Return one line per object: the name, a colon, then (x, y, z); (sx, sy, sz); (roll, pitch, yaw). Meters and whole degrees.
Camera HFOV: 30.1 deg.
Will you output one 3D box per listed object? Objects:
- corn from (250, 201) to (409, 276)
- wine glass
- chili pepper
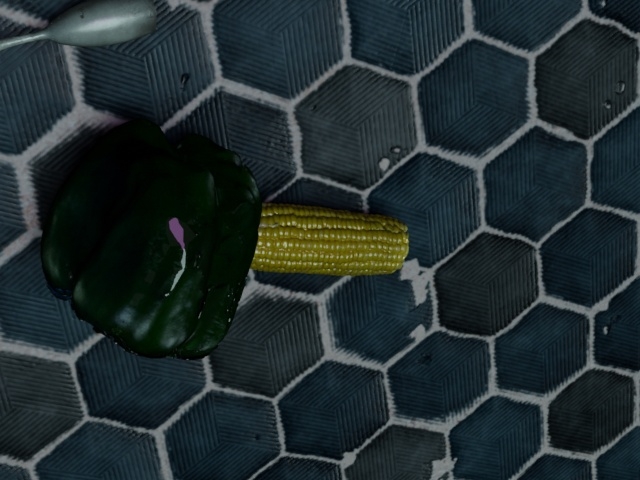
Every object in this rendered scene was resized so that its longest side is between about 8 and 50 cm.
corn: (0.000, 0.000, 1.578); (0.244, 0.093, 0.093); (3, 113, -24)
wine glass: (-0.285, -0.240, 1.362); (0.198, 0.066, 0.066); (-16, 119, -16)
chili pepper: (-0.194, -0.001, 1.423); (0.233, 0.248, 0.256); (10, 110, -52)
